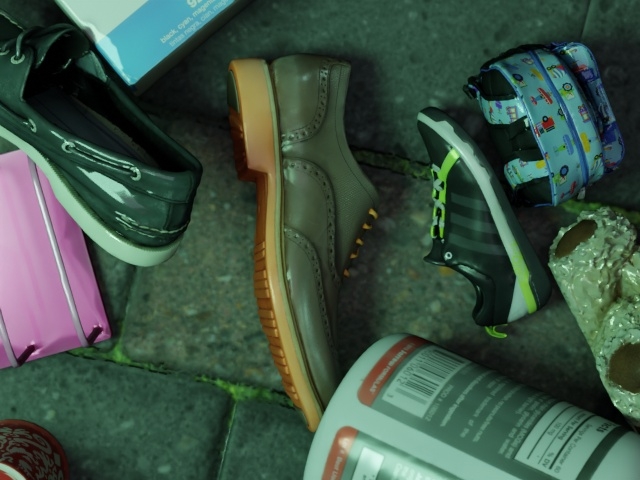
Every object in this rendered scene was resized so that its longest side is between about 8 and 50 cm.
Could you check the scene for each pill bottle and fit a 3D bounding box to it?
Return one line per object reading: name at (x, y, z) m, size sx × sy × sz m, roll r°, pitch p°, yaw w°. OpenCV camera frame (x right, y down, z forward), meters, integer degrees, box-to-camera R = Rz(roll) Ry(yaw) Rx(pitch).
pill bottle at (0.184, 0.243, 1.550) m, size 0.363 × 0.210 × 0.210 m, roll 24°, pitch 92°, yaw 23°

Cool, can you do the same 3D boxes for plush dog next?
plush dog at (0.370, 0.077, 1.628) m, size 0.225 × 0.262 × 0.210 m, roll -27°, pitch 127°, yaw 8°

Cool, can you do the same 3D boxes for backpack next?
backpack at (0.218, -0.111, 1.614) m, size 0.117 × 0.173 × 0.158 m, roll -21°, pitch 93°, yaw -1°

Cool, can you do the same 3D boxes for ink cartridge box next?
ink cartridge box at (-0.184, -0.278, 1.587) m, size 0.168 × 0.171 × 0.232 m, roll -40°, pitch 94°, yaw -2°

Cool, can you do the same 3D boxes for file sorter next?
file sorter at (-0.366, 0.040, 1.589) m, size 0.291 × 0.182 × 0.202 m, roll -15°, pitch 93°, yaw -2°

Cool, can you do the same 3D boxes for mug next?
mug at (-0.283, 0.240, 1.609) m, size 0.150 × 0.169 × 0.113 m, roll 16°, pitch 91°, yaw -3°

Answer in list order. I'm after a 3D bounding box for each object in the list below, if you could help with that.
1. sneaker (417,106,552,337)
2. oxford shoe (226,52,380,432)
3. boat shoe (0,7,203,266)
sneaker at (0.138, -0.014, 1.659) m, size 0.097 × 0.084 × 0.234 m, roll -29°, pitch 94°, yaw 0°
oxford shoe at (0.000, 0.000, 1.635) m, size 0.133 × 0.130 × 0.363 m, roll -8°, pitch 95°, yaw -10°
boat shoe at (-0.230, -0.131, 1.499) m, size 0.340 × 0.127 × 0.113 m, roll 48°, pitch 128°, yaw 16°
